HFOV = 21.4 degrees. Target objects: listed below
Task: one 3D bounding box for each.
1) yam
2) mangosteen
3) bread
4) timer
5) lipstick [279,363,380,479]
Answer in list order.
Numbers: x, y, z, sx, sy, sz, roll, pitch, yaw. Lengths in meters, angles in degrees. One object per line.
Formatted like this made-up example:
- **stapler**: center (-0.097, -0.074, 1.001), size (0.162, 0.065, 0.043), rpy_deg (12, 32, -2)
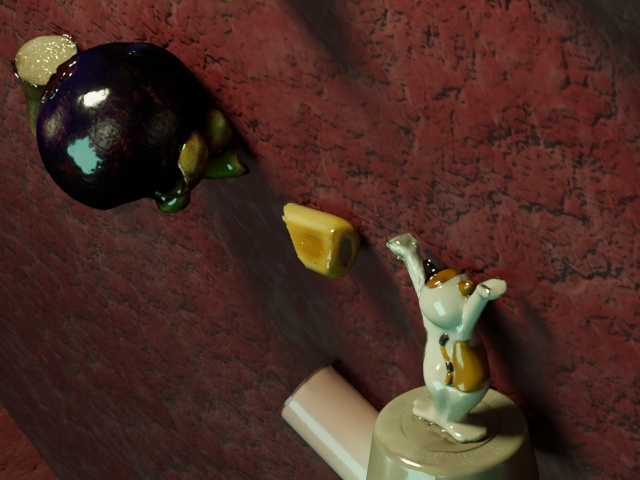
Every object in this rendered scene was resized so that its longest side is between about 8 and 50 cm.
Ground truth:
- **yam**: center (-0.318, -0.181, 2.019), size (0.084, 0.084, 0.127), rpy_deg (41, 158, 20)
- **mangosteen**: center (-0.188, -0.109, 1.795), size (0.230, 0.194, 0.194), rpy_deg (29, 161, -17)
- **bread**: center (-0.001, 0.000, 1.759), size (0.103, 0.049, 0.062), rpy_deg (19, 108, 52)
- **timer**: center (0.127, 0.134, 1.654), size (0.175, 0.175, 0.266), rpy_deg (27, 131, 42)
- **lipstick**: center (0.095, 0.286, 1.967), size (0.327, 0.087, 0.087), rpy_deg (44, 156, 13)
